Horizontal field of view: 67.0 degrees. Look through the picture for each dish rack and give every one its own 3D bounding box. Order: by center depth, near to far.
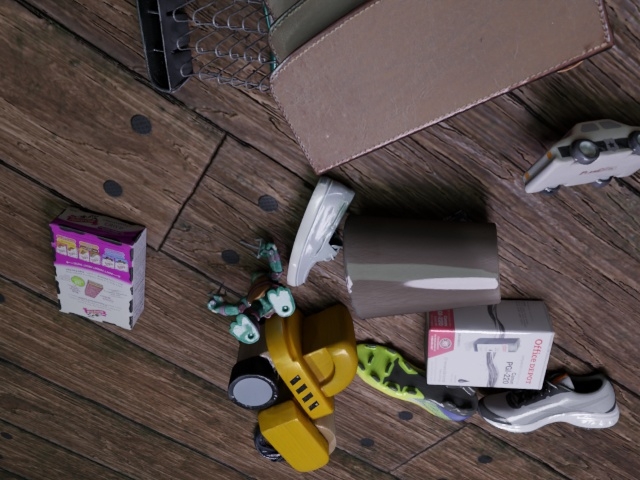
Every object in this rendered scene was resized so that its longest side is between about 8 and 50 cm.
[{"bbox_3d":[-0.112,-0.292,0.638,0.272,0.074,0.208,16,127,19],"label":"dish rack"}]

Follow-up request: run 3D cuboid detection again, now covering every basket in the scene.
[{"bbox_3d":[0.170,0.040,0.789,0.227,0.154,0.204,-4,130,19],"label":"basket"}]

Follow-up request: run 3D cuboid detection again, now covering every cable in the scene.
[{"bbox_3d":[-0.095,0.514,1.252,0.151,0.047,0.184,19,123,-10],"label":"cable"}]

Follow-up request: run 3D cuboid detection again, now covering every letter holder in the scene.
[{"bbox_3d":[0.089,-0.239,0.496,0.302,0.152,0.214,-21,115,22],"label":"letter holder"}]

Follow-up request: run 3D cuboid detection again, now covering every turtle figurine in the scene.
[{"bbox_3d":[-0.115,0.089,0.881,0.118,0.234,0.175,33,96,-21],"label":"turtle figurine"}]

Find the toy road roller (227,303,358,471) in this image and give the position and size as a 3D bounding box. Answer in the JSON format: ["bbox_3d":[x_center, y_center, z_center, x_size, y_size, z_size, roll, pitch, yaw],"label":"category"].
[{"bbox_3d":[-0.016,0.274,0.976,0.241,0.202,0.329,-24,116,12],"label":"toy road roller"}]

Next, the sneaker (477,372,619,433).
[{"bbox_3d":[0.459,0.323,0.996,0.272,0.100,0.107,-10,108,12],"label":"sneaker"}]

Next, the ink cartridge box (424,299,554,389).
[{"bbox_3d":[0.313,0.198,0.926,0.218,0.092,0.158,-1,125,9],"label":"ink cartridge box"}]

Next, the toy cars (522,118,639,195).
[{"bbox_3d":[0.460,-0.170,0.641,0.394,0.087,0.176,-25,157,24],"label":"toy cars"}]

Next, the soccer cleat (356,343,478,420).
[{"bbox_3d":[0.187,0.309,1.028,0.289,0.093,0.121,23,148,0],"label":"soccer cleat"}]

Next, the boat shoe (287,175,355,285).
[{"bbox_3d":[0.000,-0.001,0.848,0.081,0.079,0.227,20,122,1],"label":"boat shoe"}]

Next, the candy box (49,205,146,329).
[{"bbox_3d":[-0.441,0.060,0.973,0.159,0.071,0.233,16,125,-2],"label":"candy box"}]

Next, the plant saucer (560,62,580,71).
[{"bbox_3d":[0.322,-0.269,0.646,0.084,0.013,0.083,4,125,6],"label":"plant saucer"}]

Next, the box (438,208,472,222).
[{"bbox_3d":[0.238,-0.007,0.840,0.067,0.018,0.083,-32,114,27],"label":"box"}]

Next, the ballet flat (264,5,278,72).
[{"bbox_3d":[-0.056,-0.279,0.691,0.041,0.041,0.114,3,126,8],"label":"ballet flat"}]
